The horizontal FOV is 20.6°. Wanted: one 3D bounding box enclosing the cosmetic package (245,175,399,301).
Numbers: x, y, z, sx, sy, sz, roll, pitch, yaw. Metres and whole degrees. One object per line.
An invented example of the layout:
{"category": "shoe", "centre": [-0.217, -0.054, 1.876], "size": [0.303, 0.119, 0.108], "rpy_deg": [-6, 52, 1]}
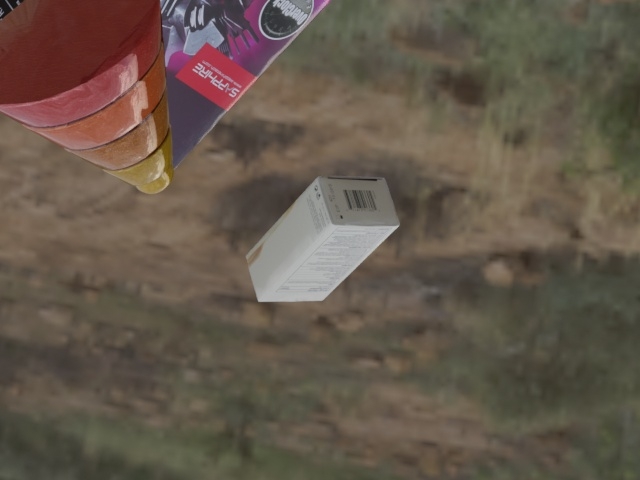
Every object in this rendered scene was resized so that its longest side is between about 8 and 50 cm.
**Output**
{"category": "cosmetic package", "centre": [0.000, 0.000, 1.254], "size": [0.060, 0.041, 0.115], "rpy_deg": [1, 151, -34]}

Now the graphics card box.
{"category": "graphics card box", "centre": [-0.097, -0.248, 1.503], "size": [0.233, 0.371, 0.094], "rpy_deg": [34, -167, -49]}

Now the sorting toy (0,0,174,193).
{"category": "sorting toy", "centre": [-0.230, -0.060, 1.079], "size": [0.365, 0.127, 0.126], "rpy_deg": [-8, 133, 27]}
